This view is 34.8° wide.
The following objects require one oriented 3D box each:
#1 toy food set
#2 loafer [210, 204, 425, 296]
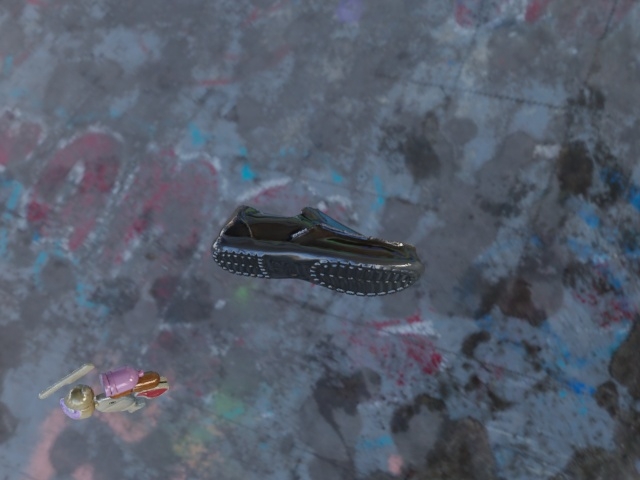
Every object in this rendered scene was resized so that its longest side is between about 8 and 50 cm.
[{"bbox_3d":[-0.165,0.125,0.831,0.078,0.122,0.019,-33,66,21],"label":"toy food set"},{"bbox_3d":[0.000,0.000,1.046,0.220,0.080,0.078,9,64,1],"label":"loafer"}]
